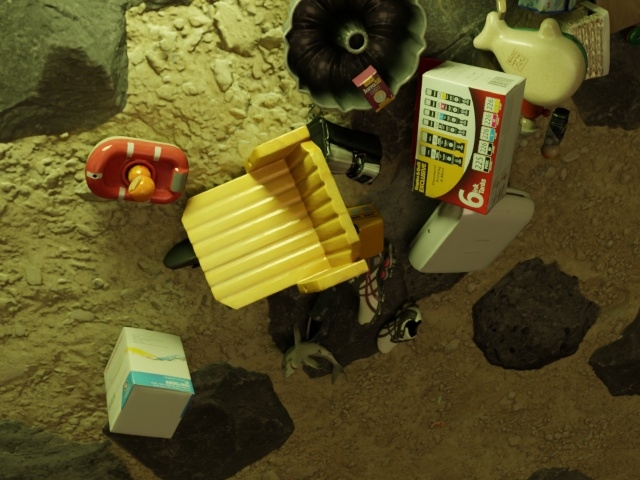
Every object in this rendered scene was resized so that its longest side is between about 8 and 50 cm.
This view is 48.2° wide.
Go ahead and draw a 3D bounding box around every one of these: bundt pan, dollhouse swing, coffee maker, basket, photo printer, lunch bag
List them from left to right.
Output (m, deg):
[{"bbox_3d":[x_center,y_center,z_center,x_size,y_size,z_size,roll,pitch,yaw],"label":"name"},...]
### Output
[{"bbox_3d":[-0.127,-0.024,1.629,0.305,0.315,0.346,-23,90,-15],"label":"dollhouse swing"},{"bbox_3d":[0.057,-0.231,1.725,0.178,0.120,0.171,8,91,-39],"label":"coffee maker"},{"bbox_3d":[0.064,-0.459,1.584,0.331,0.124,0.330,-9,125,-13],"label":"bundt pan"},{"bbox_3d":[0.412,-0.034,1.934,0.256,0.107,0.307,0,144,-26],"label":"photo printer"},{"bbox_3d":[0.555,-0.605,1.681,0.151,0.096,0.128,-13,124,-28],"label":"lunch bag"},{"bbox_3d":[0.641,-0.489,1.773,0.103,0.113,0.167,-18,126,-3],"label":"basket"}]

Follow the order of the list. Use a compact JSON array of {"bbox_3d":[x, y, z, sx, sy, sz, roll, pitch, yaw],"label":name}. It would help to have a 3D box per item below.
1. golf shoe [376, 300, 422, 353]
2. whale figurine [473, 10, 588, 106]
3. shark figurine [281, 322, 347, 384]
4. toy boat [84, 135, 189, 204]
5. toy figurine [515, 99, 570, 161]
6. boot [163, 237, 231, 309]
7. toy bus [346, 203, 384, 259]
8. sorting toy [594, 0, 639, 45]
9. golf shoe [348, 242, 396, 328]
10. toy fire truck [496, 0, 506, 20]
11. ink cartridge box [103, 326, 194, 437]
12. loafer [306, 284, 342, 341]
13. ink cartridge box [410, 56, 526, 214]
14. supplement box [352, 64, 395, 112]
[{"bbox_3d":[0.237,0.279,2.158,0.077,0.094,0.198,16,118,-29],"label":"golf shoe"},{"bbox_3d":[0.506,-0.445,1.707,0.141,0.272,0.216,-44,164,-40],"label":"whale figurine"},{"bbox_3d":[-0.043,0.347,2.124,0.116,0.166,0.278,-29,150,33],"label":"shark figurine"},{"bbox_3d":[-0.410,-0.140,1.615,0.231,0.151,0.150,6,120,-22],"label":"toy boat"},{"bbox_3d":[0.497,-0.287,1.797,0.213,0.209,0.148,-7,130,-14],"label":"toy figurine"},{"bbox_3d":[-0.255,0.090,1.861,0.263,0.091,0.228,-18,126,-10],"label":"boot"},{"bbox_3d":[0.000,0.000,1.864,0.333,0.130,0.108,-11,126,-12],"label":"toy bus"},{"bbox_3d":[0.731,-0.598,1.769,0.132,0.046,0.274,-23,127,-3],"label":"sorting toy"},{"bbox_3d":[0.130,0.122,2.027,0.120,0.105,0.272,10,116,-5],"label":"golf shoe"},{"bbox_3d":[0.316,-0.594,1.471,0.246,0.217,0.158,38,110,11],"label":"toy fire truck"},{"bbox_3d":[-0.458,0.372,1.891,0.168,0.232,0.171,16,116,-30],"label":"ink cartridge box"},{"bbox_3d":[0.006,0.201,2.028,0.078,0.076,0.223,-18,134,-37],"label":"loafer"},{"bbox_3d":[0.317,-0.254,1.709,0.130,0.272,0.309,-38,139,-44],"label":"ink cartridge box"},{"bbox_3d":[0.119,-0.335,1.582,0.055,0.043,0.083,-38,126,9],"label":"supplement box"}]
